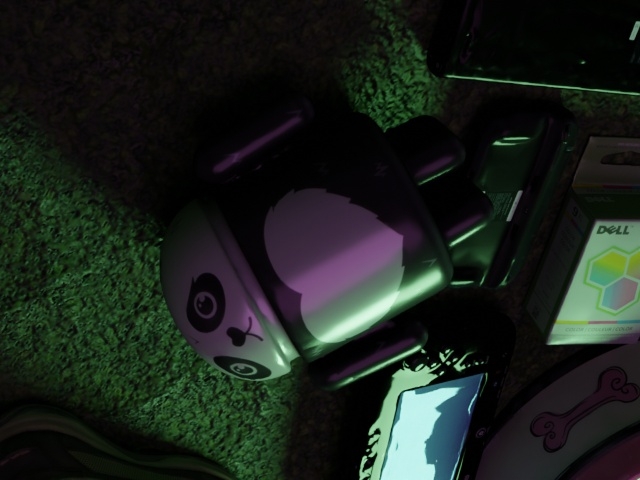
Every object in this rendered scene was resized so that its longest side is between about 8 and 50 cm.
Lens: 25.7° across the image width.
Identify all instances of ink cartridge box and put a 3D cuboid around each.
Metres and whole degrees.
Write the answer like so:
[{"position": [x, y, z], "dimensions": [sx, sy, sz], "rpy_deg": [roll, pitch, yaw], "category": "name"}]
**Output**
[{"position": [0.286, 0.004, 1.372], "dimensions": [0.109, 0.062, 0.209], "rpy_deg": [1, 125, -23], "category": "ink cartridge box"}]

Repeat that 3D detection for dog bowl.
[{"position": [0.364, 0.298, 1.577], "dimensions": [0.408, 0.150, 0.408], "rpy_deg": [-11, 129, -14], "category": "dog bowl"}]

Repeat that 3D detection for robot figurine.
[{"position": [0.001, 0.002, 1.173], "dimensions": [0.278, 0.209, 0.173], "rpy_deg": [-28, 161, -1], "category": "robot figurine"}]

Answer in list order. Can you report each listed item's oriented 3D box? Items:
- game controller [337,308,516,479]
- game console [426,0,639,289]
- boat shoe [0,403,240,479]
[{"position": [0.103, 0.203, 1.446], "dimensions": [0.166, 0.067, 0.319], "rpy_deg": [-4, 128, -20], "category": "game controller"}, {"position": [0.176, -0.103, 1.257], "dimensions": [0.213, 0.044, 0.361], "rpy_deg": [3, 124, -23], "category": "game console"}, {"position": [-0.178, 0.277, 1.339], "dimensions": [0.355, 0.130, 0.132], "rpy_deg": [26, 112, -36], "category": "boat shoe"}]
